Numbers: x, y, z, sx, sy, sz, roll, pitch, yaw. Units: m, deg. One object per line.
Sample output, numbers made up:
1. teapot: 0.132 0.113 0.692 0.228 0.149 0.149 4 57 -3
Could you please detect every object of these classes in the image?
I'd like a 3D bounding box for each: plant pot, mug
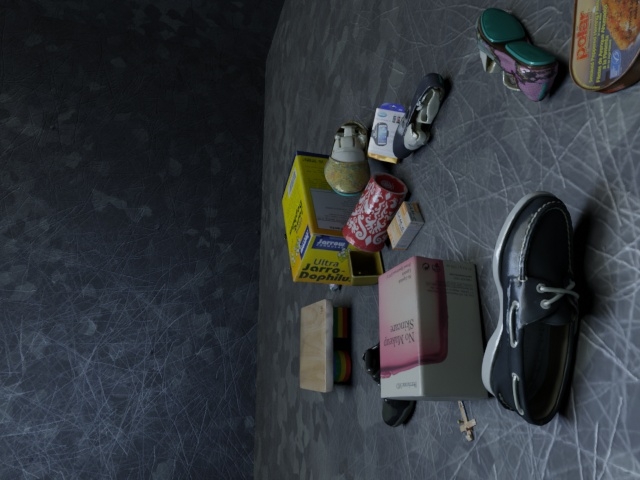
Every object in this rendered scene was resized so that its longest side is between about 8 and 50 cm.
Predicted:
1. plant pot: 0.111 0.079 1.204 0.083 0.081 0.081 99 167 -56
2. mug: 0.129 -0.082 1.134 0.150 0.113 0.169 -114 36 -44

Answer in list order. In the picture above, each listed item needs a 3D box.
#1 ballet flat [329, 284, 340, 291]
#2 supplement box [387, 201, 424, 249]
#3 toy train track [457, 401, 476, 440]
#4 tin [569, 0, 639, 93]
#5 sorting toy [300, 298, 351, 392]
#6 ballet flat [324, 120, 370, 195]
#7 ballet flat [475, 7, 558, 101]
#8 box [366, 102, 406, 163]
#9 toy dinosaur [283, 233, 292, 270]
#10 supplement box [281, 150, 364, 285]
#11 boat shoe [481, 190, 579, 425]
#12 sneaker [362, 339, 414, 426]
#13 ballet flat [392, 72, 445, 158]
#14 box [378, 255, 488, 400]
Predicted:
1. ballet flat: 0.043 0.113 1.486 0.114 0.041 0.041 -105 27 -48
2. supplement box: 0.190 -0.032 1.046 0.098 0.036 0.062 114 154 -45
3. toy train track: 0.246 0.305 0.807 0.048 0.014 0.083 116 154 -48
4. tin: 0.363 -0.277 0.569 0.106 0.040 0.189 -175 90 -69
5. sorting toy: 0.015 0.323 1.413 0.257 0.089 0.255 143 130 -67
6. ballet flat: 0.074 -0.234 1.221 0.348 0.123 0.123 -78 3 -60
7. ballet flat: 0.299 -0.291 0.736 0.079 0.077 0.221 85 175 -46
8. box: 0.166 -0.262 1.128 0.028 0.081 0.136 -16 -59 -60
9. toy dinosaur: 0.000 0.000 1.493 0.127 0.200 0.295 60 -136 -43
10. supplement box: 0.015 -0.069 1.349 0.356 0.194 0.195 -101 24 -42
11. boat shoe: 0.287 0.091 0.599 0.091 0.114 0.302 -134 39 -68
12. sneaker: 0.138 0.292 0.970 0.087 0.130 0.227 -113 31 -60
13. ballet flat: 0.212 -0.254 0.994 0.074 0.074 0.203 -106 30 -50
14. box: 0.190 0.162 0.824 0.148 0.127 0.232 135 140 -62
